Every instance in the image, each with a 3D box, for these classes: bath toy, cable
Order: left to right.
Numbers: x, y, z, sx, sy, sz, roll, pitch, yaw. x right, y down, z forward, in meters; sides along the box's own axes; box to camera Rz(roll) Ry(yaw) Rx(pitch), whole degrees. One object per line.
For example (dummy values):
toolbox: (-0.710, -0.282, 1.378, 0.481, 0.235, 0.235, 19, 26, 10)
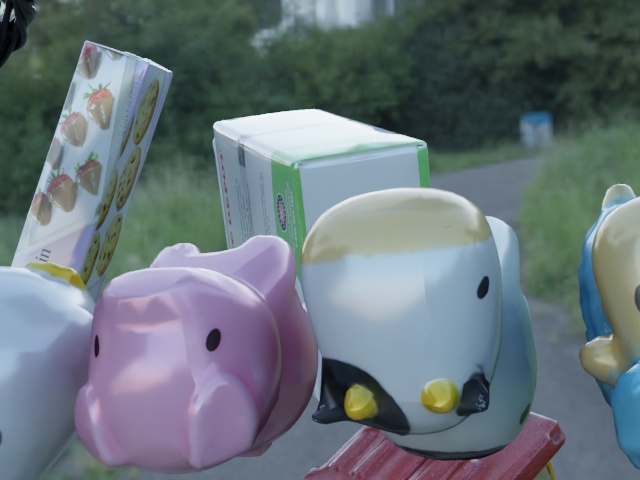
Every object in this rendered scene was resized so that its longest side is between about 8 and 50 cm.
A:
cable: (-0.313, -0.180, 1.155, 0.047, 0.150, 0.184, 32, -40, -8)
bath toy: (-0.030, 0.054, 0.502, 0.348, 0.129, 0.151, -8, -41, 19)

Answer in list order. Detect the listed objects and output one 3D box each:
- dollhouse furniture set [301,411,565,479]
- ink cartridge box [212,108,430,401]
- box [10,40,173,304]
dollhouse furniture set: (0.024, 0.282, 0.793, 0.374, 0.201, 0.152, -39, 28, -29)
ink cartridge box: (0.000, 0.000, 1.084, 0.115, 0.198, 0.273, -10, 15, -16)
box: (-0.210, -0.004, 1.052, 0.063, 0.324, 0.067, 20, 3, 13)
